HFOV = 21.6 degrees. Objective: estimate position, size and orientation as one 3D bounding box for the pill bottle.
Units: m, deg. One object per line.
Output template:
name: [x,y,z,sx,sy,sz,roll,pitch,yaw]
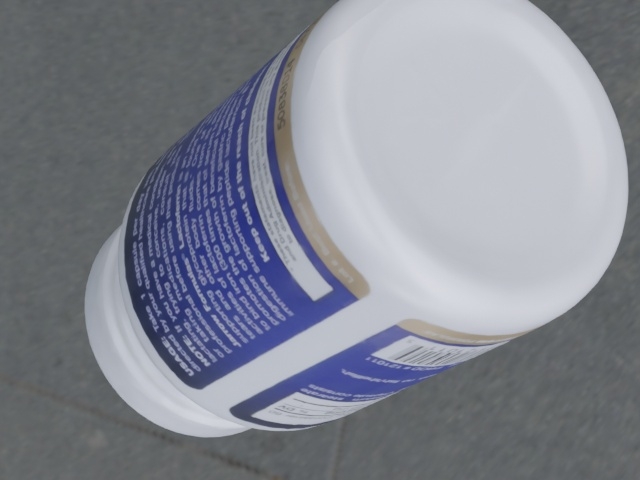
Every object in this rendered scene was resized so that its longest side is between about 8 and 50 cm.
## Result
pill bottle: [0.000,0.000,0.750,0.153,0.153,0.265,60,144,1]
